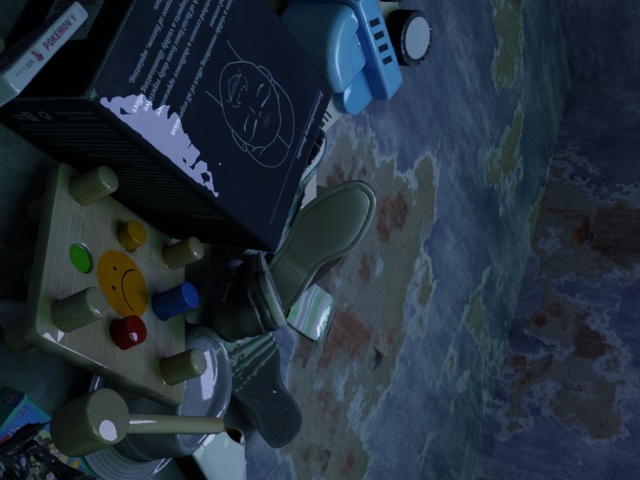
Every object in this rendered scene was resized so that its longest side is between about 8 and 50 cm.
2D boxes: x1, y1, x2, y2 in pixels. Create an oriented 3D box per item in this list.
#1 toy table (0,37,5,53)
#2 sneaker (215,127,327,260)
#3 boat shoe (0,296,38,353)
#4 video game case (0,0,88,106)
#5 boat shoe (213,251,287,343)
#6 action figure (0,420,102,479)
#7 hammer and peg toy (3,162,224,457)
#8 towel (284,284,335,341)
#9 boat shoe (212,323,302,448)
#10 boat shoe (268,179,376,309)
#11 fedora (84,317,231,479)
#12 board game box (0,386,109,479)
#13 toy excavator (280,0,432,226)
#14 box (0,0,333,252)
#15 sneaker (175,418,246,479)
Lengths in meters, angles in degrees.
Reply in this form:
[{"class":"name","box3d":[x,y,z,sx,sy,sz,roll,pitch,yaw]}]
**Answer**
[{"class":"toy table","box3d":[-0.404,-0.165,0.557,0.161,0.252,0.274,51,52,-31]},{"class":"sneaker","box3d":[-0.081,-0.085,1.180,0.283,0.110,0.122,-54,155,-1]},{"class":"boat shoe","box3d":[-0.365,0.113,0.831,0.184,0.066,0.063,37,64,-65]},{"class":"video game case","box3d":[-0.334,-0.147,0.638,0.023,0.201,0.183,53,25,-31]},{"class":"boat shoe","box3d":[-0.117,0.089,1.034,0.335,0.096,0.112,-151,-140,-84]},{"class":"action figure","box3d":[-0.333,0.323,0.754,0.164,0.141,0.275,-44,134,-29]},{"class":"hammer and peg toy","box3d":[-0.251,0.107,0.806,0.266,0.127,0.361,46,28,-49]},{"class":"towel","box3d":[-0.022,0.149,1.420,0.152,0.023,0.113,43,59,-53]},{"class":"boat shoe","box3d":[-0.130,0.249,1.211,0.118,0.103,0.320,-38,124,-25]},{"class":"boat shoe","box3d":[0.000,0.000,1.214,0.324,0.117,0.097,-52,176,32]},{"class":"fedora","box3d":[-0.220,0.229,0.974,0.243,0.124,0.275,61,34,-42]},{"class":"board game box","box3d":[-0.384,0.315,0.845,0.160,0.047,0.210,-59,141,-33]},{"class":"toy excavator","box3d":[0.012,-0.294,1.259,0.445,0.222,0.432,-50,138,-22]},{"class":"box","box3d":[-0.192,-0.201,0.899,0.395,0.212,0.293,44,59,-52]},{"class":"sneaker","box3d":[-0.160,0.419,1.168,0.123,0.106,0.290,-47,132,-41]}]
